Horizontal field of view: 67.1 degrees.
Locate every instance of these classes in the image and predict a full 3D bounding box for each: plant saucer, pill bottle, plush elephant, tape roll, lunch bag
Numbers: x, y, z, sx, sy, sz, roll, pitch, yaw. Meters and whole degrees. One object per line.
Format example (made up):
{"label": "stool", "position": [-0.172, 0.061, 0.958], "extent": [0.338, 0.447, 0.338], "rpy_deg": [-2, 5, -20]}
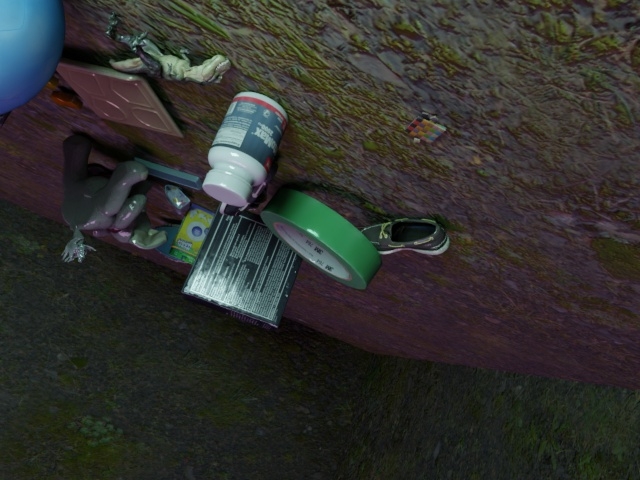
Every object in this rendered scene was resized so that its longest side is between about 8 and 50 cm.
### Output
{"label": "plant saucer", "position": [-0.420, -0.182, 1.338], "extent": [0.192, 0.018, 0.067], "rpy_deg": [17, 163, 4]}
{"label": "pill bottle", "position": [-0.134, -0.156, 0.846], "extent": [0.108, 0.180, 0.108], "rpy_deg": [17, 163, 6]}
{"label": "plush elephant", "position": [-0.563, -0.091, 1.352], "extent": [0.272, 0.329, 0.255], "rpy_deg": [17, -177, 20]}
{"label": "tape roll", "position": [0.000, 0.000, 1.204], "extent": [0.321, 0.077, 0.321], "rpy_deg": [35, 167, 9]}
{"label": "lunch bag", "position": [-0.433, -0.129, 1.451], "extent": [0.083, 0.053, 0.071], "rpy_deg": [46, 161, -1]}

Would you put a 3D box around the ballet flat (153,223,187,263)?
{"label": "ballet flat", "position": [-0.445, 0.021, 1.802], "extent": [0.409, 0.146, 0.147], "rpy_deg": [10, 160, 28]}

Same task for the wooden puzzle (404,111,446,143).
{"label": "wooden puzzle", "position": [0.165, -0.176, 0.762], "extent": [0.049, 0.006, 0.083], "rpy_deg": [23, 162, -11]}

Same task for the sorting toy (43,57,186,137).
{"label": "sorting toy", "position": [-0.446, -0.303, 0.980], "extent": [0.307, 0.041, 0.229], "rpy_deg": [16, 167, 12]}

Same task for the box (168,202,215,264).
{"label": "box", "position": [-0.404, -0.018, 1.544], "extent": [0.105, 0.179, 0.043], "rpy_deg": [27, 161, -23]}

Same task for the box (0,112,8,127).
{"label": "box", "position": [-0.695, -0.346, 0.886], "extent": [0.270, 0.165, 0.143], "rpy_deg": [31, 159, -32]}

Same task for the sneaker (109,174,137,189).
{"label": "sneaker", "position": [-0.662, -0.133, 1.606], "extent": [0.344, 0.146, 0.134], "rpy_deg": [-29, 88, 53]}

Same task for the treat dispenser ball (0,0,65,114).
{"label": "treat dispenser ball", "position": [-0.484, -0.297, 0.609], "extent": [0.288, 0.288, 0.288], "rpy_deg": [17, 162, 6]}

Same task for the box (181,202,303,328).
{"label": "box", "position": [-0.223, 0.086, 1.479], "extent": [0.294, 0.296, 0.183], "rpy_deg": [22, 163, -5]}

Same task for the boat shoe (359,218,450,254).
{"label": "boat shoe", "position": [0.181, -0.016, 1.117], "extent": [0.228, 0.081, 0.068], "rpy_deg": [1, 149, 35]}

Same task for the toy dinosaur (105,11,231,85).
{"label": "toy dinosaur", "position": [-0.281, -0.299, 0.779], "extent": [0.268, 0.064, 0.118], "rpy_deg": [15, 169, 22]}

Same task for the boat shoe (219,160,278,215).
{"label": "boat shoe", "position": [-0.168, -0.114, 1.122], "extent": [0.091, 0.114, 0.302], "rpy_deg": [27, 162, -6]}

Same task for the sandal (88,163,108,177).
{"label": "sandal", "position": [-0.739, -0.212, 1.536], "extent": [0.179, 0.040, 0.067], "rpy_deg": [2, 154, 42]}
